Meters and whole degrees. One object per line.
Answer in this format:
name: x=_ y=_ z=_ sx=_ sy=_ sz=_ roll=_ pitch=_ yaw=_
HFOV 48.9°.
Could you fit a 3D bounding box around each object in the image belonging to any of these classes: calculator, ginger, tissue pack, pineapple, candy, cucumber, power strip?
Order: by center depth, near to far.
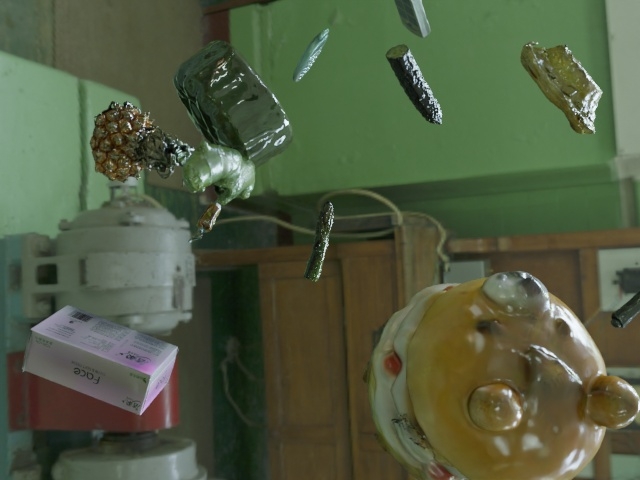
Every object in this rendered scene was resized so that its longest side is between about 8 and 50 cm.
tissue pack: x=-0.419 y=0.225 z=1.346 sx=0.148 sy=0.246 sz=0.093 roll=-54 pitch=164 yaw=-74
calculator: x=-0.021 y=-0.414 z=1.566 sx=0.095 sy=0.021 sz=0.153 roll=-56 pitch=-179 yaw=-41
power strip: x=0.200 y=-0.538 z=1.604 sx=0.029 sy=0.080 sz=0.227 roll=-45 pitch=149 yaw=-2
ginger: x=-0.237 y=-0.159 z=1.698 sx=0.137 sy=0.089 sz=0.290 roll=-63 pitch=161 yaw=1
cucumber: x=0.278 y=-0.438 z=2.035 sx=0.300 sy=0.072 sz=0.072 roll=51 pitch=41 yaw=-39
candy: x=-0.334 y=-0.064 z=2.100 sx=0.182 sy=0.046 sz=0.053 roll=-62 pitch=-176 yaw=-23
pineapple: x=-0.511 y=-0.271 z=2.109 sx=0.262 sy=0.271 sz=0.263 roll=-35 pitch=133 yaw=-49

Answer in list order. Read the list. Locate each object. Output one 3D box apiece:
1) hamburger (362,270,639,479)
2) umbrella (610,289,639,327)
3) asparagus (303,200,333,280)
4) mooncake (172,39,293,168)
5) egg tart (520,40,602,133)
hamburger: x=0.203 y=0.166 z=0.812 sx=0.237 sy=0.276 sz=0.277 roll=135 pitch=-36 yaw=-64
umbrella: x=0.677 y=0.140 z=1.517 sx=0.133 sy=0.036 sz=0.031 roll=-38 pitch=141 yaw=-13
asparagus: x=0.000 y=0.000 z=1.423 sx=0.030 sy=0.036 sz=0.165 roll=12 pitch=89 yaw=-52
mooncake: x=-0.246 y=-0.357 z=1.921 sx=0.194 sy=0.356 sz=0.356 roll=-40 pitch=136 yaw=-9
egg tart: x=0.628 y=-0.402 z=1.797 sx=0.295 sy=0.116 sz=0.295 roll=43 pitch=24 yaw=-24
